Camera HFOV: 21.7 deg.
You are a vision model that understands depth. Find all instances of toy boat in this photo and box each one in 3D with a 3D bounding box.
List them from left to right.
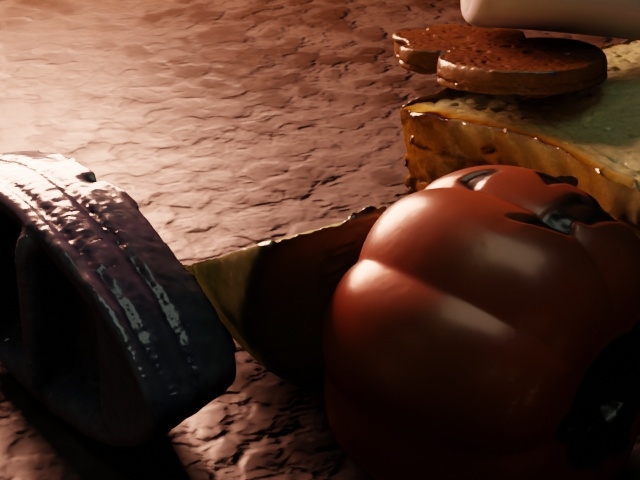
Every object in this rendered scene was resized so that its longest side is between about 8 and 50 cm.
[{"bbox_3d":[-0.147,0.034,0.982,0.078,0.127,0.283,-15,30,-33],"label":"toy boat"}]

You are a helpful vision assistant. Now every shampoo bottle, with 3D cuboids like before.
[{"bbox_3d":[0.213,-0.169,1.185,0.221,0.051,0.108,5,8,-2],"label":"shampoo bottle"}]

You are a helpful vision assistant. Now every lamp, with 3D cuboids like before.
[{"bbox_3d":[0.084,0.053,0.860,0.164,0.188,0.187,26,39,38],"label":"lamp"}]

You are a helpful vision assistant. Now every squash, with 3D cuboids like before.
[{"bbox_3d":[0.000,0.000,1.003,0.237,0.204,0.155,-9,49,-35],"label":"squash"}]

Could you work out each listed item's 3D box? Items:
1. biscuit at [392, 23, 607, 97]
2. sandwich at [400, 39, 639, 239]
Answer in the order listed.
[{"bbox_3d":[0.124,-0.124,1.168,0.124,0.026,0.175,-12,21,-31],"label":"biscuit"},{"bbox_3d":[0.252,-0.065,1.164,0.301,0.099,0.271,-19,30,-30],"label":"sandwich"}]
